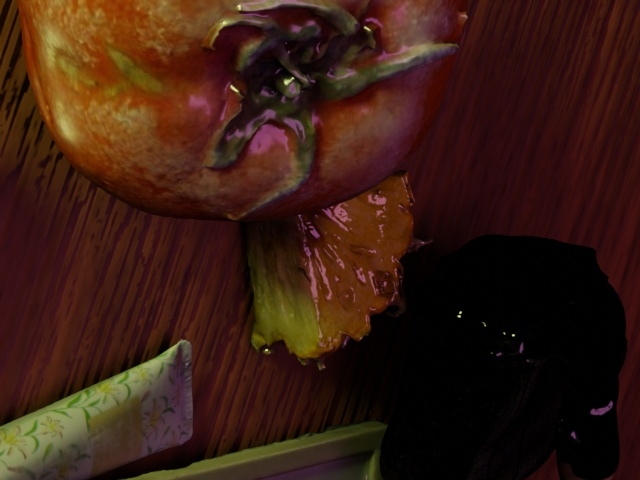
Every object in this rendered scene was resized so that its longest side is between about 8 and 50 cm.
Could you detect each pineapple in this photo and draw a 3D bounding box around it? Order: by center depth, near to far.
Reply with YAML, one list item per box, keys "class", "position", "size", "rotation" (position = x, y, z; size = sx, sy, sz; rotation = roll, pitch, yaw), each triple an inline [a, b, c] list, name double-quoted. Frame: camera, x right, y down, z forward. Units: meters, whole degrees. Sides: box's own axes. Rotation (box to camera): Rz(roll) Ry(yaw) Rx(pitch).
- class: "pineapple"
  position: [0.000, 0.000, 1.056]
  size: [0.116, 0.069, 0.137]
  rotation: [46, 62, -31]

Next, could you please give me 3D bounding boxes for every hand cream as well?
- class: "hand cream"
  position: [-0.142, 0.113, 0.971]
  size: [0.194, 0.042, 0.067]
  rotation: [-21, 118, -38]

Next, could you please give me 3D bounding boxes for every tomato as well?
- class: "tomato"
  position: [-0.042, -0.118, 0.904]
  size: [0.232, 0.188, 0.232]
  rotation: [-11, 132, -13]

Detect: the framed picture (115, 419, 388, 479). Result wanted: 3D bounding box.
- class: "framed picture"
  position: [-0.073, 0.236, 1.042]
  size: [0.315, 0.024, 0.232]
  rotation: [-7, 105, -47]

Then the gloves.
- class: "gloves"
  position: [0.127, 0.138, 1.127]
  size: [0.197, 0.152, 0.301]
  rotation: [-34, 117, -44]
